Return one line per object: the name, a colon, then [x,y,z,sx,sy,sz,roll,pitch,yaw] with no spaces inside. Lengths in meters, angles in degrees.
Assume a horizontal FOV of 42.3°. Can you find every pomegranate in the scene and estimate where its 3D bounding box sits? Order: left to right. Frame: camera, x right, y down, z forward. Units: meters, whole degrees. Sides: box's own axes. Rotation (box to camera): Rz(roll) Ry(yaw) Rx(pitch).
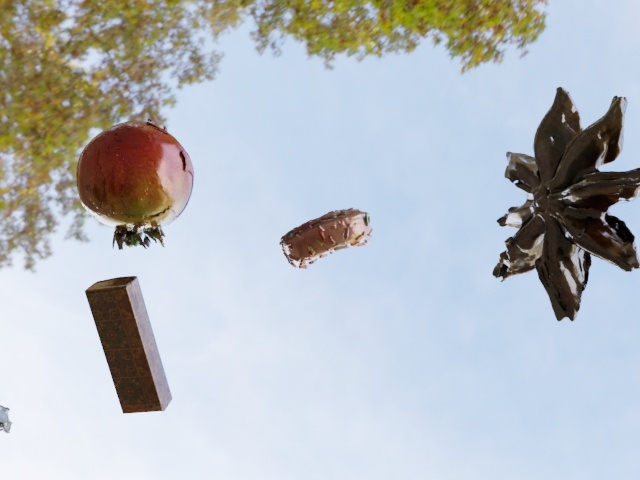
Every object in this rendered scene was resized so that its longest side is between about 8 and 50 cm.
pomegranate: [-0.333,-0.100,1.499,0.210,0.210,0.235,-3,-89,24]

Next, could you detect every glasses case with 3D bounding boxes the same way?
glasses case: [-0.298,0.166,1.302,0.075,0.049,0.218,-7,-72,17]

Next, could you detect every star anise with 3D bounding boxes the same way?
star anise: [0.283,-0.044,0.969,0.088,0.288,0.288,10,-51,-26]

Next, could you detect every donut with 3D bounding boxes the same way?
donut: [0.000,0.000,1.358,0.166,0.117,0.065,-28,-104,30]

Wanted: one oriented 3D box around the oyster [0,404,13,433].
oyster: [-0.414,0.191,0.939,0.163,0.191,0.081,22,-101,22]
